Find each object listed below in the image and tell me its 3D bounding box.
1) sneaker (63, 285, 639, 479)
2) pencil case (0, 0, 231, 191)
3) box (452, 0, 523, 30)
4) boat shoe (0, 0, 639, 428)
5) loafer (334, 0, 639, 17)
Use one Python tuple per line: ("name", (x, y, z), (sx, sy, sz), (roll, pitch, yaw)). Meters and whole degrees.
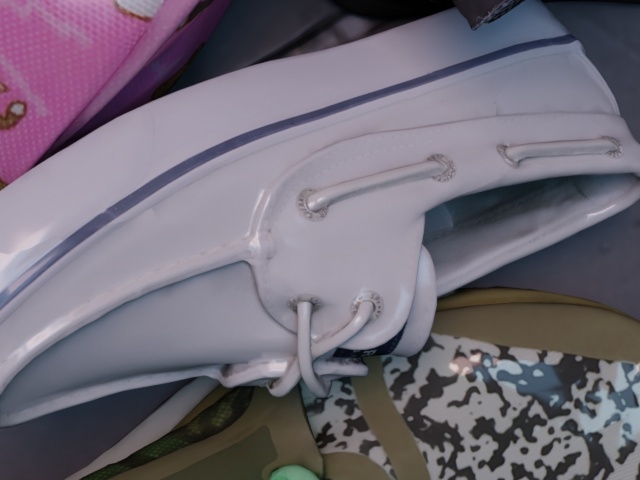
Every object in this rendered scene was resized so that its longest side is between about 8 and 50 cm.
("sneaker", (-0.055, 0.131, 0.415), (0.410, 0.182, 0.158), (-21, 94, -8))
("pencil case", (-0.187, -0.174, 0.402), (0.386, 0.167, 0.160), (35, 110, -8))
("box", (0.077, -0.214, 0.423), (0.270, 0.060, 0.216), (-38, 90, -32))
("boat shoe", (0.000, 0.000, 0.421), (0.258, 0.095, 0.084), (-28, 69, -28))
("loafer", (0.105, -0.118, 0.485), (0.220, 0.078, 0.080), (-14, 93, -8))
